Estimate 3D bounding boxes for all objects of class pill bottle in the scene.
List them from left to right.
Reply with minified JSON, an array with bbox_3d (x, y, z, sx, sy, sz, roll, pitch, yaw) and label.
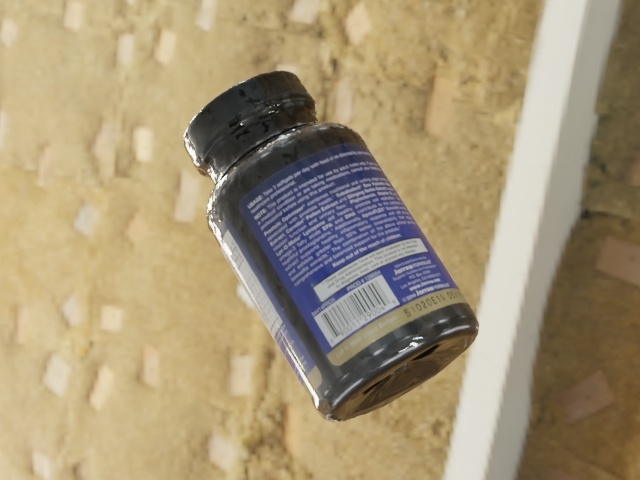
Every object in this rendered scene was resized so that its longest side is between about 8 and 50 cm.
[{"bbox_3d":[0.000,0.000,0.976,0.123,0.123,0.219,-45,-111,38],"label":"pill bottle"}]
